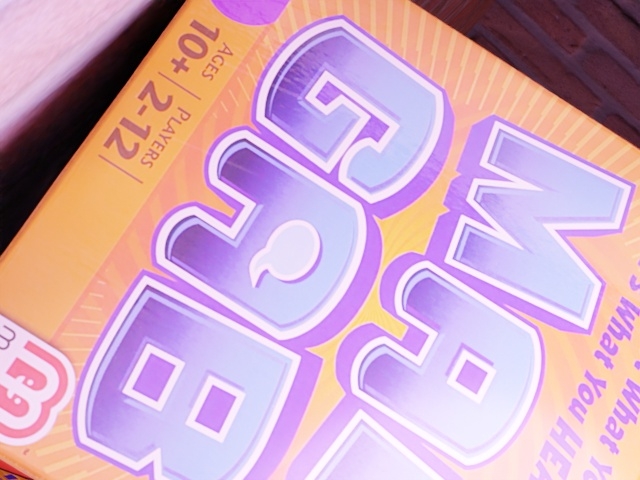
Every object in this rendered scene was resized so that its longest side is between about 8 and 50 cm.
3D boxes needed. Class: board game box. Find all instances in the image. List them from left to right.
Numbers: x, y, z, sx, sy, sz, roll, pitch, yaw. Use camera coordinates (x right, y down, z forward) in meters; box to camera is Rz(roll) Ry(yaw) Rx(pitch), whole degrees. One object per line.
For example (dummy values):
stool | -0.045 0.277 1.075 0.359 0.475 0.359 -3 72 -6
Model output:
board game box | -0.017 0.088 0.888 0.356 0.357 0.356 -59 -177 -25
